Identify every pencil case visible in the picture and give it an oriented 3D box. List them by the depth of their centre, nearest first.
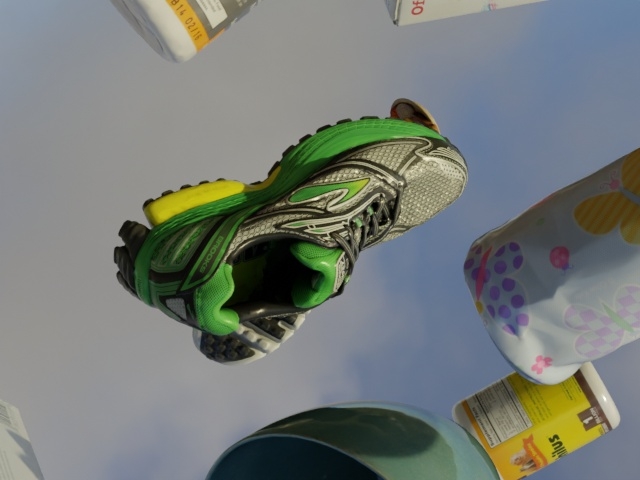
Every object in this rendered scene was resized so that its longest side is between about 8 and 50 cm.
[{"bbox_3d":[0.226,-0.007,0.966,0.273,0.124,0.113,-30,-128,29],"label":"pencil case"}]

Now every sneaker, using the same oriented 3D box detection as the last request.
[{"bbox_3d":[0.000,0.000,1.341,0.344,0.134,0.146,-25,-139,-28],"label":"sneaker"},{"bbox_3d":[-0.036,0.017,1.706,0.292,0.110,0.118,-53,-175,11],"label":"sneaker"}]

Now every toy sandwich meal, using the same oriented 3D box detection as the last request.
[{"bbox_3d":[0.100,-0.116,1.656,0.029,0.085,0.086,-35,-153,-26],"label":"toy sandwich meal"}]

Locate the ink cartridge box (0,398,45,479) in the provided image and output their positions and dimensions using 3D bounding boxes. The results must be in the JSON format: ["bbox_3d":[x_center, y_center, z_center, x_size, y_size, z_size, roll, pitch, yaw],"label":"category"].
[{"bbox_3d":[-0.349,0.151,1.262,0.060,0.239,0.275,-59,-159,1],"label":"ink cartridge box"}]

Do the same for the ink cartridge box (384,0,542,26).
[{"bbox_3d":[0.167,-0.312,1.534,0.213,0.154,0.093,-13,-120,-11],"label":"ink cartridge box"}]

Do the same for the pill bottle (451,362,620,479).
[{"bbox_3d":[0.239,0.218,1.811,0.215,0.117,0.117,-29,-159,5],"label":"pill bottle"}]

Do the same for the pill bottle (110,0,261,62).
[{"bbox_3d":[-0.069,-0.296,1.324,0.278,0.162,0.162,-39,-155,-6],"label":"pill bottle"}]

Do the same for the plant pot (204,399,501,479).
[{"bbox_3d":[0.061,0.262,1.399,0.290,0.290,0.195,0,-159,37],"label":"plant pot"}]
